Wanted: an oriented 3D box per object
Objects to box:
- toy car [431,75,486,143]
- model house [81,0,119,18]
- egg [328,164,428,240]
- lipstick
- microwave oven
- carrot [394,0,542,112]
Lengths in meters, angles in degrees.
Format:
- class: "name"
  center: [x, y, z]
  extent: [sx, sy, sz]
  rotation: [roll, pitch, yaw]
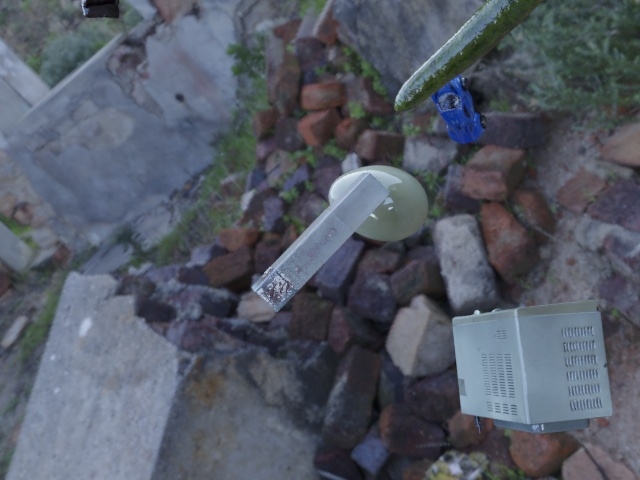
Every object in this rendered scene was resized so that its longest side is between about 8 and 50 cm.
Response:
- class: "toy car"
  center: [0.346, -0.335, 1.955]
  extent: [0.103, 0.216, 0.063]
  rotation: [-9, 41, 36]
- class: "model house"
  center: [-0.334, -0.445, 1.175]
  extent: [0.203, 0.141, 0.164]
  rotation: [-64, 23, 2]
- class: "egg"
  center: [0.145, -0.095, 1.932]
  extent: [0.254, 0.188, 0.188]
  rotation: [10, 38, 5]
- class: "lipstick"
  center: [0.000, 0.000, 1.750]
  extent: [0.371, 0.076, 0.080]
  rotation: [-46, 10, -3]
- class: "microwave oven"
  center: [0.315, 0.192, 1.167]
  extent: [0.145, 0.193, 0.240]
  rotation: [-6, -8, -13]
- class: "carrot"
  center: [0.260, -0.346, 1.344]
  extent: [0.358, 0.074, 0.074]
  rotation: [-43, 21, 25]
